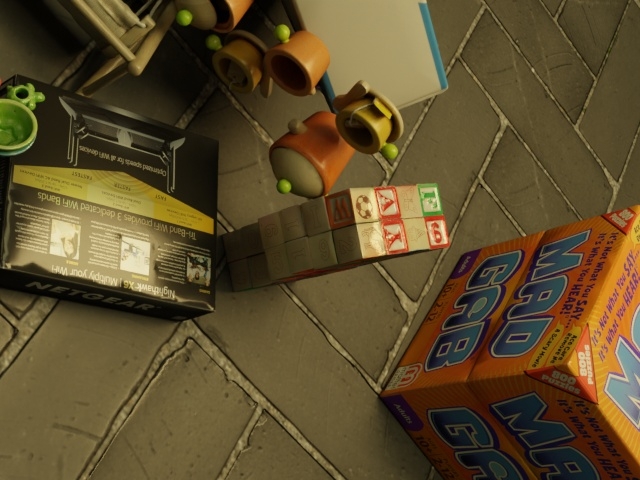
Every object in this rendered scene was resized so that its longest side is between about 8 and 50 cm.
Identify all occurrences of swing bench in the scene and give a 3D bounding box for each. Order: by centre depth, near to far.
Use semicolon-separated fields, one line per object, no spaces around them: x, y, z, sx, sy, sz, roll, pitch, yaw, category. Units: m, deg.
-0.296;-0.349;1.421;0.253;0.165;0.254;48;49;-22;swing bench

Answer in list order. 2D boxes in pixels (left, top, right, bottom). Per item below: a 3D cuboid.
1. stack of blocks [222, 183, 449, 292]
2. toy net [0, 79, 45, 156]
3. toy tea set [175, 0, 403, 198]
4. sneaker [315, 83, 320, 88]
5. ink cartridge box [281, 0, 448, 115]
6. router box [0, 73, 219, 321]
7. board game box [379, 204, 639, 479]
0.000;0.000;1.503;0.171;0.297;0.087;-7;84;-45;stack of blocks
-0.429;-0.159;1.249;0.232;0.045;0.122;11;60;-14;toy net
-0.065;-0.183;1.409;0.336;0.200;0.124;43;62;-3;toy tea set
0.024;-0.261;1.792;0.170;0.068;0.071;29;73;-25;sneaker
0.013;-0.389;1.546;0.395;0.166;0.285;-111;179;-47;ink cartridge box
-0.271;-0.044;1.406;0.309;0.081;0.242;16;65;-40;router box
0.387;0.224;1.770;0.356;0.356;0.356;53;48;-19;board game box
